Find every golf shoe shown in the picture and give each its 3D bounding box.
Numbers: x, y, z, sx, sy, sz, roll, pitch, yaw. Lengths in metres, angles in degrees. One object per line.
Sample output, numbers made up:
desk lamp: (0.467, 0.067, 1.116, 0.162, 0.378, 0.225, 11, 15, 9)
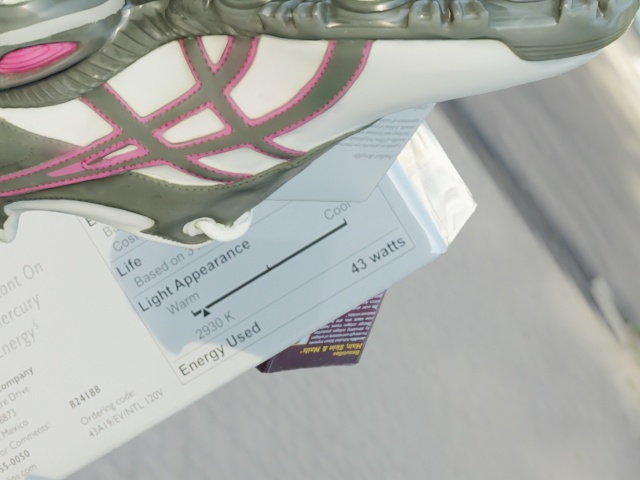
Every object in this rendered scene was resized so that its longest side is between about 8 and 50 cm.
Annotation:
golf shoe: (-0.022, -0.063, 0.602, 0.105, 0.272, 0.120, -69, 150, -47)

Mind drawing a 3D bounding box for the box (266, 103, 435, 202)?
box: (-0.016, -0.080, 0.806, 0.101, 0.087, 0.102, -1, 44, -48)

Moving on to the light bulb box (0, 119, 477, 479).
light bulb box: (-0.145, -0.071, 1.145, 0.361, 0.358, 0.225, 59, 12, -2)

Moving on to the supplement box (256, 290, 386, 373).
supplement box: (0.000, 0.000, 1.331, 0.104, 0.188, 0.081, -2, 32, -44)
